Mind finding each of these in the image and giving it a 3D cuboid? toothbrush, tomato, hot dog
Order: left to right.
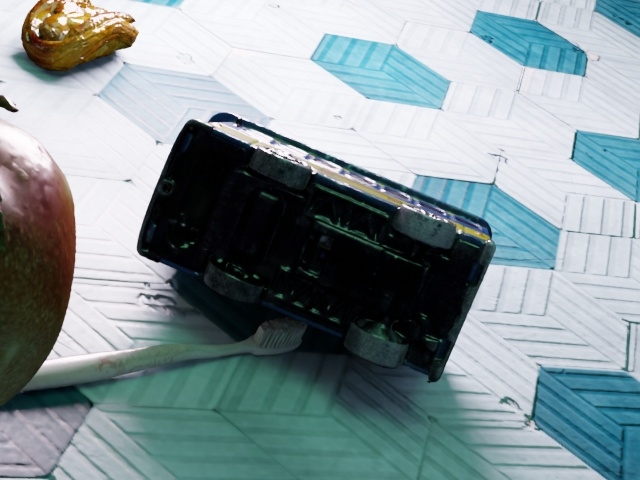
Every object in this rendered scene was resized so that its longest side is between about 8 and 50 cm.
[{"bbox_3d":[-0.326,0.010,1.027,0.303,0.239,0.303,14,19,-5],"label":"tomato"},{"bbox_3d":[-0.261,-0.231,1.633,0.099,0.065,0.147,24,30,24],"label":"hot dog"},{"bbox_3d":[-0.133,0.093,1.222,0.307,0.030,0.025,-6,47,-39],"label":"toothbrush"}]

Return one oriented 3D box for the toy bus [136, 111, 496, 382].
[{"bbox_3d":[0.000,0.000,1.308,0.287,0.138,0.175,23,8,2],"label":"toy bus"}]
